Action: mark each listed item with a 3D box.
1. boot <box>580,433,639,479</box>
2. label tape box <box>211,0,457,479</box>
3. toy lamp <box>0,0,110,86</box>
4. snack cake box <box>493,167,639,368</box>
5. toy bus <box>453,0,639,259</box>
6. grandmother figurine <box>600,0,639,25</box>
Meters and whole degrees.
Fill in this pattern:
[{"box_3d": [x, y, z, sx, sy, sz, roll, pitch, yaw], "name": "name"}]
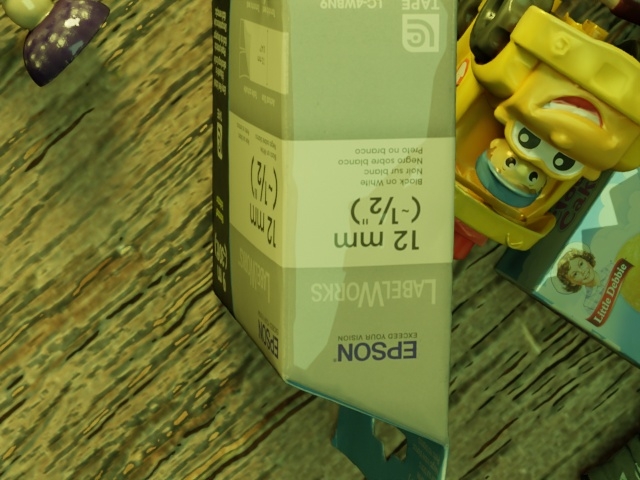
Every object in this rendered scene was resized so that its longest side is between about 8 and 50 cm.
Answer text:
[{"box_3d": [0.324, 0.195, 1.399, 0.246, 0.083, 0.161, 34, 104, -16], "name": "boot"}, {"box_3d": [0.000, 0.000, 1.187, 0.115, 0.249, 0.348, 0, 100, -13], "name": "label tape box"}, {"box_3d": [-0.256, -0.217, 1.180, 0.274, 0.080, 0.080, 41, 90, -18], "name": "toy lamp"}, {"box_3d": [0.266, -0.041, 1.323, 0.152, 0.089, 0.264, 33, 92, -17], "name": "snack cake box"}, {"box_3d": [0.122, -0.066, 1.226, 0.149, 0.220, 0.211, 33, 98, -13], "name": "toy bus"}, {"box_3d": [0.249, -0.210, 1.222, 0.208, 0.104, 0.342, -34, 82, -7], "name": "grandmother figurine"}]
